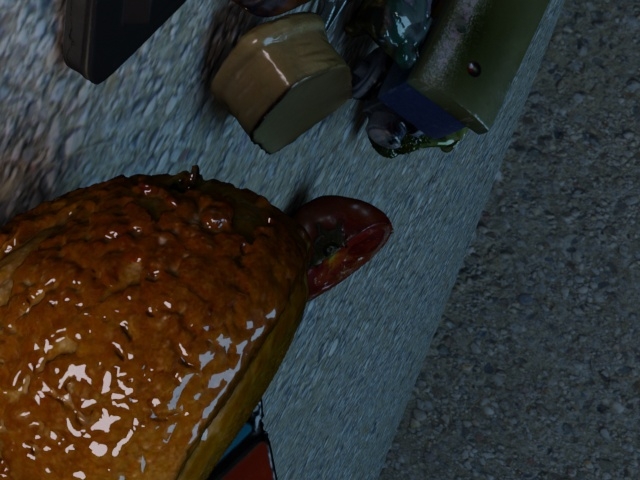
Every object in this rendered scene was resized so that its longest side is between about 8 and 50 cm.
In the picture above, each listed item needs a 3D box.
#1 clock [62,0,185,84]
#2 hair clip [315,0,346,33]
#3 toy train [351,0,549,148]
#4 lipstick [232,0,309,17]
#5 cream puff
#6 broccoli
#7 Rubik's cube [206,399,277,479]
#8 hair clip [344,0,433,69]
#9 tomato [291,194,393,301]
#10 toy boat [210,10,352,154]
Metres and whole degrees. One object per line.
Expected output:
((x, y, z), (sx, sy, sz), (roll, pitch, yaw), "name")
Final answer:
((-0.078, -0.269, 1.029), (0.279, 0.049, 0.273), (-54, 165, -43), "clock")
((-0.012, -0.197, 1.529), (0.115, 0.030, 0.039), (-63, 167, -11), "hair clip")
((0.154, -0.246, 1.797), (0.202, 0.131, 0.300), (-19, -138, 63), "toy train")
((0.015, -0.261, 1.402), (0.418, 0.077, 0.077), (-38, 151, -63), "lipstick")
((-0.148, 0.083, 1.030), (0.303, 0.212, 0.303), (-60, -179, 1), "cream puff")
((0.128, -0.177, 1.964), (0.145, 0.138, 0.162), (4, -113, 58), "broccoli")
((-0.121, 0.247, 1.506), (0.284, 0.250, 0.234), (-47, -168, -8), "Rubik's cube")
((0.125, -0.362, 1.704), (0.359, 0.110, 0.095), (-64, -163, -12), "hair clip")
((0.000, 0.000, 1.853), (0.159, 0.091, 0.139), (-40, 163, 1), "tomato")
((-0.032, -0.138, 1.355), (0.116, 0.061, 0.188), (-34, 171, 1), "toy boat")
